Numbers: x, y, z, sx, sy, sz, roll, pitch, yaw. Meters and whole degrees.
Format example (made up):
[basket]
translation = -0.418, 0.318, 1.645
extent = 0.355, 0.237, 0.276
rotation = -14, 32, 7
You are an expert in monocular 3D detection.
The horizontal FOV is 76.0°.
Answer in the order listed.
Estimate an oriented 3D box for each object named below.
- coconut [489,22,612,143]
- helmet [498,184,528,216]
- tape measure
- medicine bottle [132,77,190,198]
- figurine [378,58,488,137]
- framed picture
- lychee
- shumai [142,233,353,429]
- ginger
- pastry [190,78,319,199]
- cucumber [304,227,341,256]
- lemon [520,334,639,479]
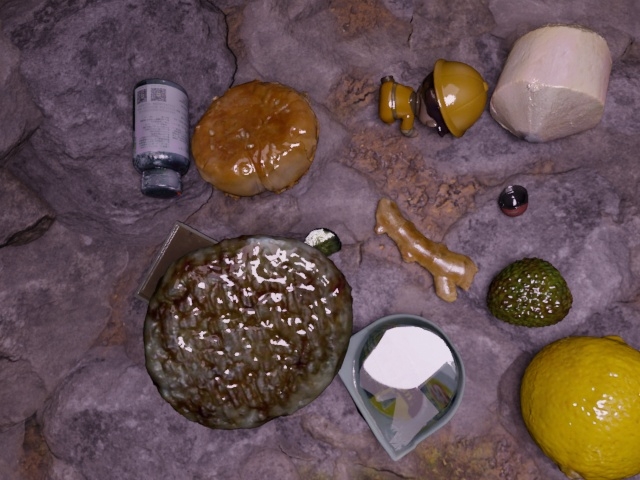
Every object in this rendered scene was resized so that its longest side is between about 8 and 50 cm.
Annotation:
[coconut]
translation = 0.520, -0.340, 0.941
extent = 0.239, 0.239, 0.244
rotation = 17, 79, 10
[helmet]
translation = 0.466, -0.088, 0.984
extent = 0.065, 0.049, 0.084
rotation = -2, 47, 38
[tape measure]
translation = 0.176, 0.296, 0.898
extent = 0.262, 0.138, 0.259
rotation = -33, 78, 0
[medicine bottle]
translation = -0.418, -0.261, 1.077
extent = 0.142, 0.141, 0.292
rotation = -7, 78, 6
[figurine]
translation = 0.270, -0.341, 1.000
extent = 0.257, 0.167, 0.192
rotation = -4, 92, 8
[framed picture]
translation = -0.296, 0.111, 1.050
extent = 0.315, 0.024, 0.231
rotation = 26, 83, 12
[lychee]
translation = 0.448, 0.118, 0.891
extent = 0.171, 0.171, 0.171
rotation = -1, 79, 7
[shumai]
translation = -0.127, 0.139, 0.852
extent = 0.396, 0.348, 0.394
rotation = 0, 103, -1
[ginger]
translation = 0.241, 0.011, 0.984
extent = 0.118, 0.065, 0.299
rotation = -42, 74, -7
[pastry]
translation = -0.150, -0.239, 1.018
extent = 0.316, 0.184, 0.284
rotation = -23, 74, 4
[cucumber]
translation = 0.000, -0.003, 0.940
extent = 0.078, 0.211, 0.062
rotation = -27, 79, 3
[lemon]
translation = 0.528, 0.318, 0.799
extent = 0.268, 0.267, 0.267
rotation = -1, 79, 7
